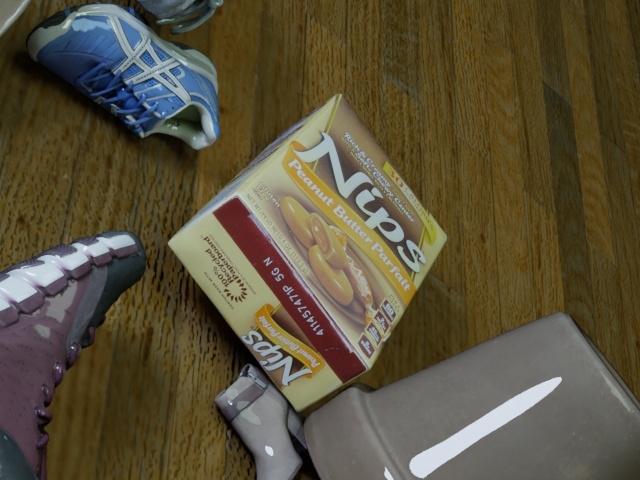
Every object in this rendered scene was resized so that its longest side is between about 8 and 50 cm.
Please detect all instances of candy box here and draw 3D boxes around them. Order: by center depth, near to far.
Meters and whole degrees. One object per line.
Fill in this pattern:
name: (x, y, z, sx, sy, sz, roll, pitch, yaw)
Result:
candy box: (0.000, 0.000, 1.436, 0.183, 0.088, 0.316, 54, 26, -7)

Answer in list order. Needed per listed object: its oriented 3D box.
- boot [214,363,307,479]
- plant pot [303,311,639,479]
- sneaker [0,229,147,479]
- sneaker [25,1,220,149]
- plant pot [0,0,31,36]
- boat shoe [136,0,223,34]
boot: (-0.052, 0.157, 1.308, 0.087, 0.042, 0.118, 46, 31, -9)
plant pot: (0.154, 0.184, 1.304, 0.263, 0.229, 0.263, 51, 8, -10)
sneaker: (-0.204, 0.103, 1.104, 0.281, 0.106, 0.162, -26, 91, -48)
sneaker: (-0.159, -0.140, 1.376, 0.211, 0.080, 0.081, 16, 47, -45)
plant pot: (-0.329, -0.273, 1.128, 0.191, 0.284, 0.284, 27, 23, 23)
boat shoe: (-0.107, -0.256, 1.473, 0.103, 0.118, 0.320, 53, 10, -15)
